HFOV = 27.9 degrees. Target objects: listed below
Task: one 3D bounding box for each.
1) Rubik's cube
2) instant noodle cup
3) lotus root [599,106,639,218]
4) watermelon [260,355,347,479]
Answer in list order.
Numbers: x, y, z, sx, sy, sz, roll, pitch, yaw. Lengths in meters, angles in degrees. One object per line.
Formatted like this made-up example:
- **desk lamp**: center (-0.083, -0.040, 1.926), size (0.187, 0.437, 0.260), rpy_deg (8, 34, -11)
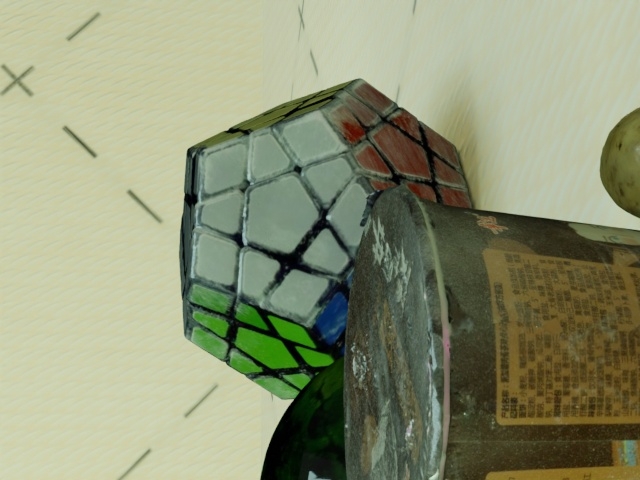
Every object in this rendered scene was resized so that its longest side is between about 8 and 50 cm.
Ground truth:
- **Rubik's cube**: center (0.000, 0.000, 1.255), size (0.264, 0.319, 0.319), rpy_deg (36, 128, 45)
- **instant noodle cup**: center (0.130, 0.079, 0.699), size (0.217, 0.207, 0.217), rpy_deg (-177, 90, -81)
- **lotus root**: center (0.196, -0.045, 0.734), size (0.072, 0.063, 0.152), rpy_deg (-55, 7, -1)
- **watermelon**: center (0.077, 0.184, 0.887), size (0.242, 0.242, 0.242), rpy_deg (-178, 90, -80)
